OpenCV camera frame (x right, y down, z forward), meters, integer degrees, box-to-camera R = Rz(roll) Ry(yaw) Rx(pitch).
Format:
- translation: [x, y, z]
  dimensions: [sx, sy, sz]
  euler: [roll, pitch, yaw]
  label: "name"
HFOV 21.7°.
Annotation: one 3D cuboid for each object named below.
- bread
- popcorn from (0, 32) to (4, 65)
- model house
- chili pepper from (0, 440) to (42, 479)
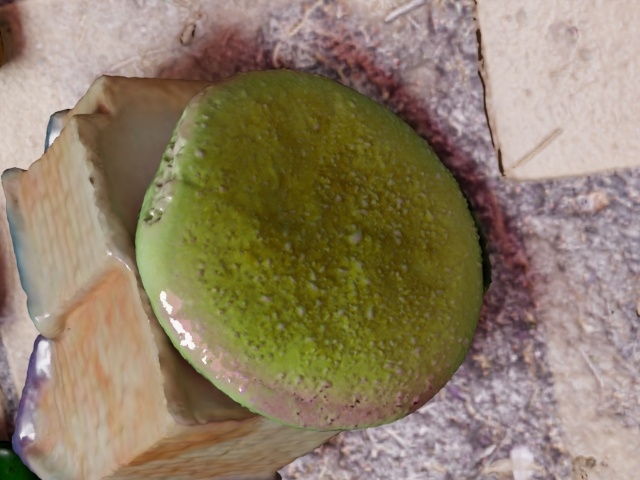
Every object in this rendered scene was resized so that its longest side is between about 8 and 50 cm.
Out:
- translation: [0.004, 0.004, 1.260]
  dimensions: [0.301, 0.301, 0.045]
  euler: [52, 145, 0]
  label: "bread"
- translation: [-0.433, -0.187, 1.397]
  dimensions: [0.332, 0.225, 0.265]
  euler: [29, 107, -2]
  label: "popcorn"
- translation: [-0.132, 0.057, 1.365]
  dimensions: [0.280, 0.245, 0.312]
  euler: [-41, 60, 50]
  label: "model house"
- translation: [-0.354, 0.291, 1.483]
  dimensions: [0.248, 0.233, 0.257]
  euler: [13, 105, 24]
  label: "chili pepper"
